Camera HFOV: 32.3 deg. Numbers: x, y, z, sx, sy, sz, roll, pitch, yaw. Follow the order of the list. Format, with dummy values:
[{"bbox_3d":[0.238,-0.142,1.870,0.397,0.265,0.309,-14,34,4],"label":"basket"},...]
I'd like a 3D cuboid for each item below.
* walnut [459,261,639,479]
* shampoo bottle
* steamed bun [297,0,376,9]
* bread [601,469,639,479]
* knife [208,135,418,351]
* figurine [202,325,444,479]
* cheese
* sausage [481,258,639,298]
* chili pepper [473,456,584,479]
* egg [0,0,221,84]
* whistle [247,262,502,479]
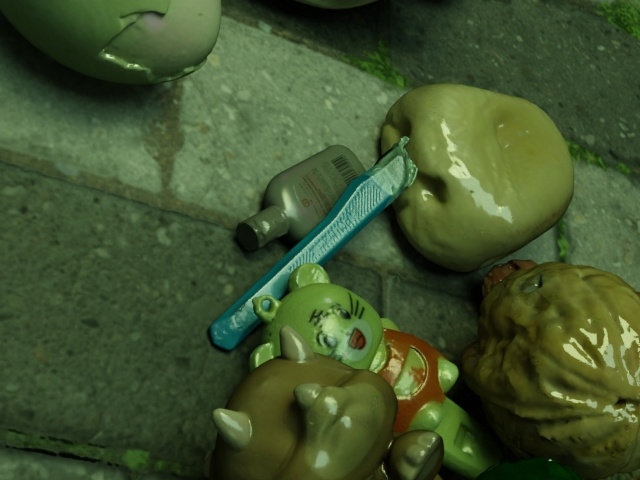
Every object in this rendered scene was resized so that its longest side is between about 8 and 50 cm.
[{"bbox_3d":[0.234,0.118,1.040,0.198,0.245,0.198,-2,102,-9],"label":"walnut"},{"bbox_3d":[-0.015,-0.035,1.097,0.165,0.040,0.080,-32,93,-39],"label":"shampoo bottle"},{"bbox_3d":[-0.001,-0.391,1.173,0.384,0.236,0.247,23,45,-30],"label":"steamed bun"},{"bbox_3d":[0.381,0.206,1.143,0.224,0.183,0.211,15,60,-24],"label":"bread"},{"bbox_3d":[-0.001,0.000,1.062,0.296,0.026,0.044,-42,103,-25],"label":"knife"},{"bbox_3d":[-0.004,0.183,0.886,0.173,0.247,0.177,30,78,23],"label":"figurine"},{"bbox_3d":[0.166,-0.078,1.192,0.218,0.117,0.235,40,48,-8],"label":"cheese"},{"bbox_3d":[0.301,0.074,1.230,0.304,0.078,0.078,13,60,-29],"label":"sausage"},{"bbox_3d":[0.148,0.308,0.910,0.174,0.165,0.261,39,92,13],"label":"chili pepper"},{"bbox_3d":[-0.187,-0.234,0.998,0.217,0.183,0.183,39,50,-24],"label":"egg"},{"bbox_3d":[0.054,0.133,1.012,0.288,0.106,0.131,35,55,-14],"label":"whistle"}]
